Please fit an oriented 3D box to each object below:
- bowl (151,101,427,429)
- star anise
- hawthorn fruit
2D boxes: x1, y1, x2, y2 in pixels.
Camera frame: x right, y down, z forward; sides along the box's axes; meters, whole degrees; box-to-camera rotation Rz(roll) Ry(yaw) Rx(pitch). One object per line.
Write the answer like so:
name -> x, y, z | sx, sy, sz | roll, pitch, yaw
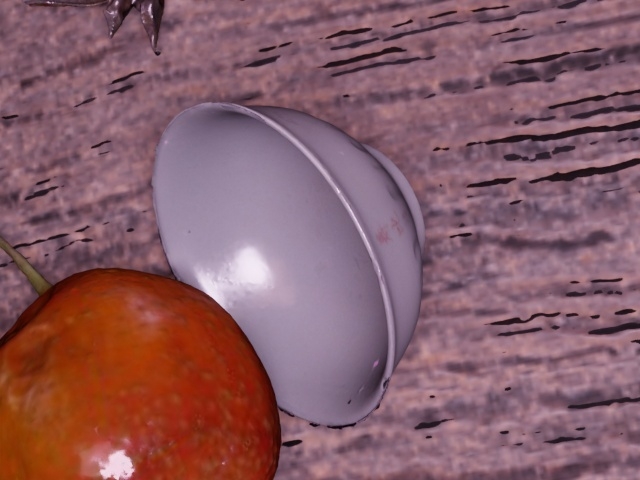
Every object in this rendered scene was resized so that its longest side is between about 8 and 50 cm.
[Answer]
bowl -> 0.000, 0.000, 0.791 | 0.086, 0.189, 0.189 | -29, 73, -34
star anise -> -0.118, -0.166, 0.869 | 0.129, 0.056, 0.124 | -21, 79, 9
hawthorn fruit -> -0.133, 0.059, 0.820 | 0.165, 0.165, 0.285 | -37, 55, 6
